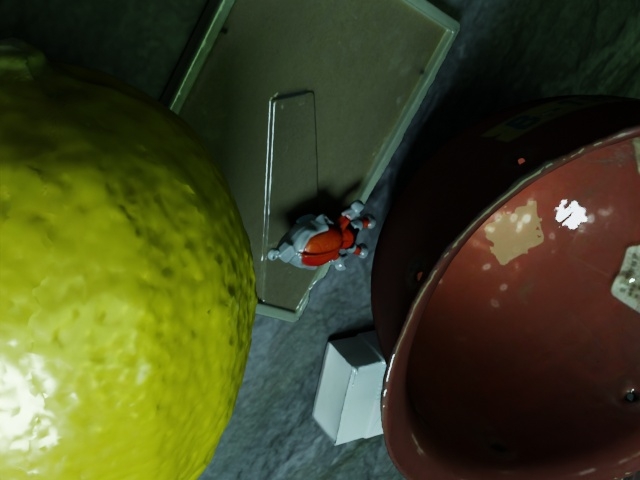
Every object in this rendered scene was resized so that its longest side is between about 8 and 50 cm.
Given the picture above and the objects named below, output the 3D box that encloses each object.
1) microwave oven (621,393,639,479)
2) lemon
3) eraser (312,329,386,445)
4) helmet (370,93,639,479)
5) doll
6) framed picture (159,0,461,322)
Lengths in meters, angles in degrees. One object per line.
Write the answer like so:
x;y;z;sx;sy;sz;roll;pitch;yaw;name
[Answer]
0.359;0.200;0.982;0.188;0.178;0.247;-16;125;-27;microwave oven
-0.158;0.044;0.479;0.245;0.245;0.320;-14;126;-28;lemon
0.104;0.131;0.846;0.225;0.052;0.095;-7;122;-32;eraser
0.174;0.020;0.708;0.385;0.230;0.337;-18;125;-16;helmet
-0.001;-0.001;0.677;0.114;0.039;0.057;-9;151;-44;doll
-0.027;-0.078;0.647;0.211;0.020;0.289;19;104;-41;framed picture
